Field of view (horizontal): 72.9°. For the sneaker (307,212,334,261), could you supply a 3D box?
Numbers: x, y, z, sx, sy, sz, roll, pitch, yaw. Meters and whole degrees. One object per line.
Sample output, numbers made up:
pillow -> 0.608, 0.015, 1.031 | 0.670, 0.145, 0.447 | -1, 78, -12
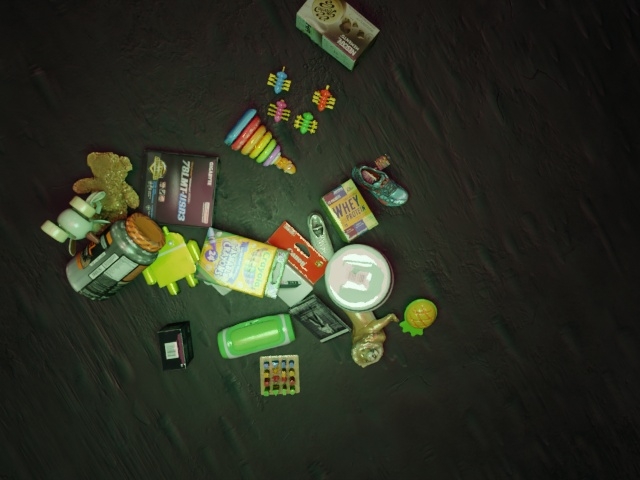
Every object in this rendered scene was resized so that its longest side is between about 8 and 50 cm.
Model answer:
sneaker -> 0.000, 0.000, 1.776 | 0.090, 0.095, 0.235 | -21, 96, -5

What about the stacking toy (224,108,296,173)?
stacking toy -> -0.221, -0.365, 1.741 | 0.301, 0.175, 0.166 | 39, 83, -17

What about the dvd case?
dvd case -> -0.007, 0.321, 1.750 | 0.221, 0.018, 0.164 | 45, 129, -15

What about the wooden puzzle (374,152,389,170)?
wooden puzzle -> 0.260, -0.329, 1.828 | 0.083, 0.006, 0.049 | -34, 93, -3

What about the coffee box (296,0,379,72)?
coffee box -> 0.068, -0.853, 1.748 | 0.297, 0.119, 0.168 | 39, 87, -4

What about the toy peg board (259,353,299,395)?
toy peg board -> -0.168, 0.562, 1.785 | 0.161, 0.079, 0.161 | -2, 92, -4

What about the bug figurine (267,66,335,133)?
bug figurine -> -0.093, -0.563, 1.768 | 0.278, 0.072, 0.216 | 21, 96, -9

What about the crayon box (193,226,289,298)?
crayon box -> -0.299, 0.092, 1.674 | 0.322, 0.083, 0.203 | 17, 87, -6

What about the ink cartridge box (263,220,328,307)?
ink cartridge box -> -0.129, 0.101, 1.761 | 0.275, 0.060, 0.239 | 43, 104, -4

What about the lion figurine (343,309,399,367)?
lion figurine -> 0.166, 0.303, 1.789 | 0.240, 0.142, 0.392 | -31, 79, 5

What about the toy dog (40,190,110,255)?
toy dog -> -0.835, -0.043, 1.538 | 0.220, 0.334, 0.161 | -45, 103, 3

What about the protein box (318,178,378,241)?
protein box -> 0.105, -0.114, 1.727 | 0.136, 0.200, 0.201 | -32, 93, -3

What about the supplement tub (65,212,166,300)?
supplement tub -> -0.766, 0.059, 1.640 | 0.338, 0.207, 0.207 | -37, 93, 10

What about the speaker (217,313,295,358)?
speaker -> -0.256, 0.385, 1.752 | 0.296, 0.131, 0.131 | -14, 92, -3

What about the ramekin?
ramekin -> 0.145, 0.142, 1.672 | 0.277, 0.135, 0.277 | -1, 82, 7

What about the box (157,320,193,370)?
box -> -0.569, 0.414, 1.715 | 0.093, 0.158, 0.156 | -7, 91, -4

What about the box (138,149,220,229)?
box -> -0.565, -0.201, 1.744 | 0.293, 0.073, 0.296 | 6, 89, -2

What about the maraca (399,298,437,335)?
maraca -> 0.408, 0.323, 1.812 | 0.127, 0.099, 0.186 | 26, 115, 1

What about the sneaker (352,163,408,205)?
sneaker -> 0.247, -0.221, 1.771 | 0.261, 0.125, 0.104 | 29, 90, -4

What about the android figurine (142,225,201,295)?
android figurine -> -0.604, 0.080, 1.759 | 0.248, 0.056, 0.273 | -22, 94, -3

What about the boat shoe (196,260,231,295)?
boat shoe -> -0.440, 0.155, 1.754 | 0.063, 0.066, 0.184 | -43, 120, 6

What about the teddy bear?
teddy bear -> -0.841, -0.178, 1.723 | 0.245, 0.113, 0.338 | -10, 99, 4
